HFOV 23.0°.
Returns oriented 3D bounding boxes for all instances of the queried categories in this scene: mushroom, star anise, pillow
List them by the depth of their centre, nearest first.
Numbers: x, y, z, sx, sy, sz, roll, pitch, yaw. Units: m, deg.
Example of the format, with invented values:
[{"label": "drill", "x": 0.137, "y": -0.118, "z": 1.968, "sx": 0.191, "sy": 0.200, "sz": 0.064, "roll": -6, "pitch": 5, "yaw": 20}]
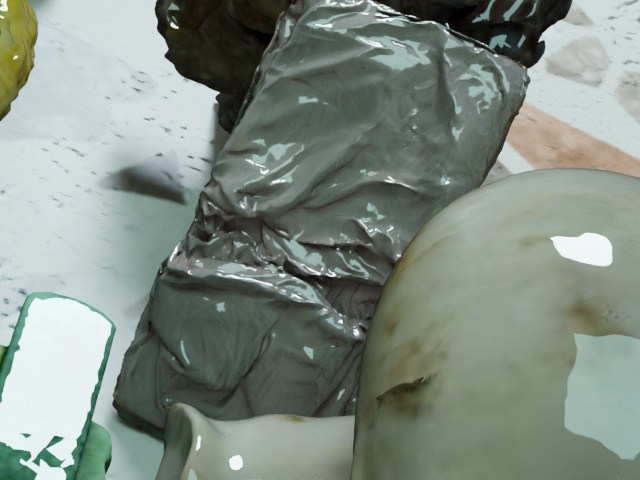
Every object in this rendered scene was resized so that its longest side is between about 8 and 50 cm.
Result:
[{"label": "mushroom", "x": 0.074, "y": 0.116, "z": 0.680, "sx": 0.290, "sy": 0.297, "sz": 0.297, "roll": -3, "pitch": 42, "yaw": 21}, {"label": "pillow", "x": 0.000, "y": 0.000, "z": 0.784, "sx": 0.135, "sy": 0.049, "sz": 0.248, "roll": 25, "pitch": 87, "yaw": 3}, {"label": "star anise", "x": 0.018, "y": -0.120, "z": 0.862, "sx": 0.223, "sy": 0.236, "sz": 0.109, "roll": 19, "pitch": 45, "yaw": -5}]

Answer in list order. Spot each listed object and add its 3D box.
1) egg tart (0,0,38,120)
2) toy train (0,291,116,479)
[{"label": "egg tart", "x": -0.293, "y": -0.118, "z": 0.730, "sx": 0.319, "sy": 0.128, "sz": 0.319, "roll": 24, "pitch": 33, "yaw": -17}, {"label": "toy train", "x": -0.248, "y": 0.107, "z": 0.616, "sx": 0.397, "sy": 0.160, "sz": 0.253, "roll": 16, "pitch": 40, "yaw": -7}]
